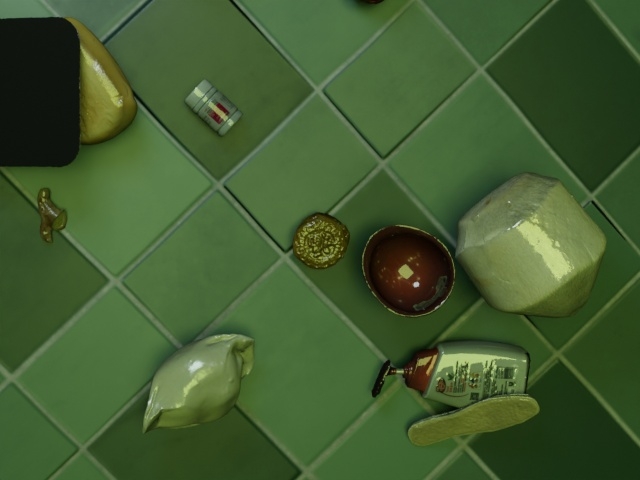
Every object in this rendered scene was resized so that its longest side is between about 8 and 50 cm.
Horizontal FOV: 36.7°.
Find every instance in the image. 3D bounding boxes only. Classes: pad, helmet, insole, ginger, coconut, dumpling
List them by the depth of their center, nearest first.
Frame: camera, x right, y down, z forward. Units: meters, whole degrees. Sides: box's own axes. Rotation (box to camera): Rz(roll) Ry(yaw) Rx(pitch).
[{"bbox_3d":[-0.559,-0.280,1.627,0.375,0.063,0.315,3,96,14],"label":"pad"},{"bbox_3d":[-0.470,-0.044,1.689,0.048,0.030,0.097,-4,96,-6],"label":"ginger"},{"bbox_3d":[-0.213,0.256,1.699,0.250,0.162,0.132,-39,62,-14],"label":"dumpling"},{"bbox_3d":[0.377,0.024,1.709,0.237,0.237,0.266,-42,96,-3],"label":"coconut"},{"bbox_3d":[0.149,0.054,1.744,0.175,0.106,0.155,34,86,-3],"label":"helmet"},{"bbox_3d":[0.280,0.333,1.784,0.248,0.011,0.081,-19,122,13],"label":"insole"}]

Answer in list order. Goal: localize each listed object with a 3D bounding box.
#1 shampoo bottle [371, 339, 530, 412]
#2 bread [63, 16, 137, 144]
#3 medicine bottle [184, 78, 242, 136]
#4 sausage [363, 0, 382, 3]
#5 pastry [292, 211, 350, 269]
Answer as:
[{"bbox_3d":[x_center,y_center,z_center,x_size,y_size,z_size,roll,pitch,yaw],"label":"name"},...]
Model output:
[{"bbox_3d":[0.241,0.256,1.791,0.284,0.071,0.153,6,102,-6],"label":"shampoo bottle"},{"bbox_3d":[-0.403,-0.272,1.643,0.147,0.098,0.217,-29,97,24],"label":"bread"},{"bbox_3d":[-0.188,-0.233,1.701,0.091,0.058,0.058,42,88,-8],"label":"medicine bottle"},{"bbox_3d":[0.131,-0.574,1.703,0.102,0.102,0.330,20,92,-9],"label":"sausage"},{"bbox_3d":[0.000,0.000,1.747,0.109,0.057,0.097,-23,102,-3],"label":"pastry"}]
